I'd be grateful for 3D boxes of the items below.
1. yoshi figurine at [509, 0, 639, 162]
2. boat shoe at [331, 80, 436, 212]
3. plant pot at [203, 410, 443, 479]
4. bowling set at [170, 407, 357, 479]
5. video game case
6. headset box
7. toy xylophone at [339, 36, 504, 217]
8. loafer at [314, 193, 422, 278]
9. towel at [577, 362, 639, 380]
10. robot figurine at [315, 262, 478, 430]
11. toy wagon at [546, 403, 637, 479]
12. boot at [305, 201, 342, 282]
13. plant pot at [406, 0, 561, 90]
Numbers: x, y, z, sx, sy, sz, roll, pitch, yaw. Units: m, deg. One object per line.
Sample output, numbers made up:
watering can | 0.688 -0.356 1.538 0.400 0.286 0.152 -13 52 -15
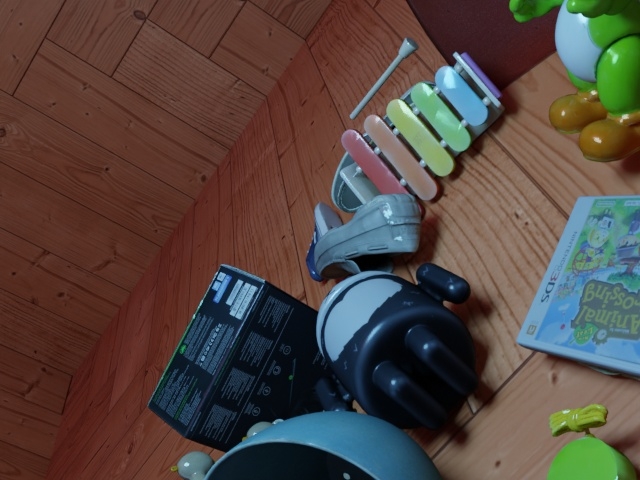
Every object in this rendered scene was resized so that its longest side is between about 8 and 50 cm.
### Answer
yoshi figurine | 0.286 -0.275 0.847 0.204 0.362 0.203 9 36 36
boat shoe | 0.130 -0.167 1.411 0.305 0.109 0.091 -50 18 14
plant pot | 0.033 0.311 0.846 0.290 0.290 0.195 -47 -8 29
bowling set | -0.067 0.361 1.049 0.154 0.287 0.199 -119 32 -46
video game case | 0.314 0.040 0.776 0.193 0.023 0.212 -64 23 -9
headset box | -0.074 0.211 1.158 0.131 0.283 0.246 17 78 52
toy xylophone | 0.156 -0.195 1.283 0.081 0.236 0.322 -22 -27 -56
loafer | 0.074 0.021 1.291 0.319 0.112 0.111 137 126 -62
towel | 0.328 0.072 0.776 0.148 0.027 0.110 -64 23 -10
robot figurine | 0.095 0.140 0.998 0.278 0.209 0.173 -141 42 -68
toy wagon | 0.231 0.309 0.630 0.267 0.068 0.344 -33 33 48
boot | 0.000 0.000 1.532 0.086 0.069 0.190 -47 26 22
plant pot | 0.291 -0.450 1.248 0.267 0.236 0.267 -34 33 47
